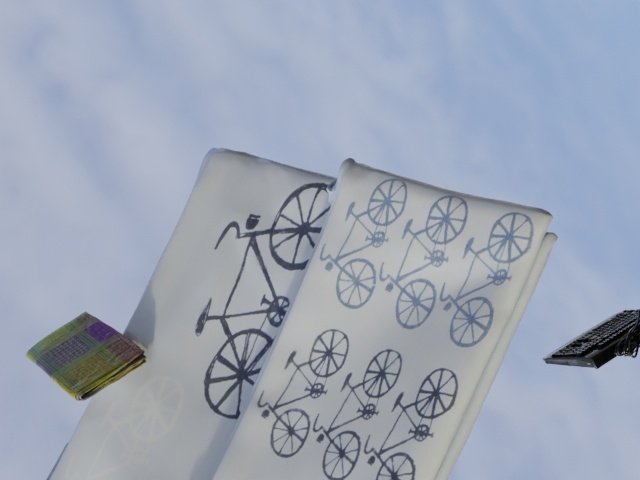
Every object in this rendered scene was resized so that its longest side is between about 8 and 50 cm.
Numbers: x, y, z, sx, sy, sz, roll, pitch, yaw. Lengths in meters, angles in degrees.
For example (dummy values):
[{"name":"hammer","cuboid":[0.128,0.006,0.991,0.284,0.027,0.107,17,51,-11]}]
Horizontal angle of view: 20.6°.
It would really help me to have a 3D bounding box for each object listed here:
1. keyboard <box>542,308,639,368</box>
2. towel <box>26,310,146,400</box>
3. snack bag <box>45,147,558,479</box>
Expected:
[{"name":"keyboard","cuboid":[0.338,0.100,2.010,0.192,0.100,0.038,-25,-69,-51]},{"name":"towel","cuboid":[-0.166,0.082,1.236,0.060,0.083,0.009,-34,-52,-23]},{"name":"snack bag","cuboid":[-0.036,0.092,1.143,0.037,0.343,0.323,31,-99,-43]}]
